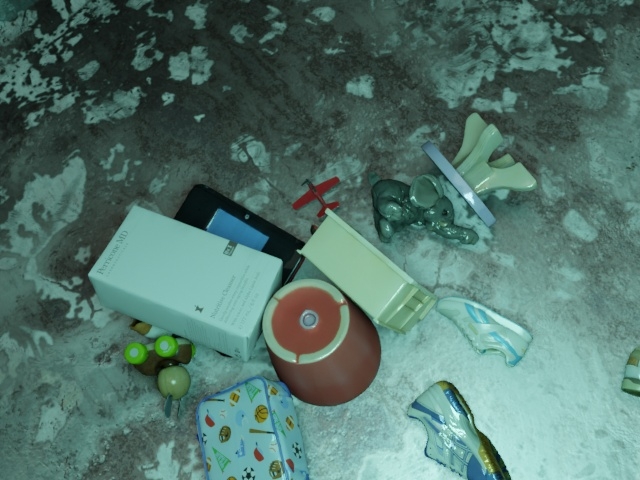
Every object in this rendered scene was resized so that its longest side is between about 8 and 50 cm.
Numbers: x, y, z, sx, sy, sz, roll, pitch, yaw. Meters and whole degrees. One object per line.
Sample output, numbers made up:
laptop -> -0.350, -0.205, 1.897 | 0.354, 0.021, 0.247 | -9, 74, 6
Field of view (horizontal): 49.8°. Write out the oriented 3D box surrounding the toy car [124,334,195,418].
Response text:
toy car -> -0.374, 0.336, 1.664 | 0.148, 0.155, 0.189 | -14, 75, 6

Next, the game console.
game console -> -0.260, 0.075, 1.756 | 0.386, 0.060, 0.342 | 30, 92, 23

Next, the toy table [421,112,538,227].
toy table -> 0.389, -0.183, 1.691 | 0.161, 0.252, 0.274 | -39, 73, 11

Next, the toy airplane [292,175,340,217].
toy airplane -> -0.004, -0.113, 1.854 | 0.151, 0.028, 0.151 | -6, 64, 12

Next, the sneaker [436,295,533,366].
sneaker -> 0.363, 0.204, 1.584 | 0.228, 0.087, 0.092 | 27, 75, 25

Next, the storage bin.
storage bin -> 0.116, 0.081, 1.591 | 0.262, 0.260, 0.123 | 40, 94, 26

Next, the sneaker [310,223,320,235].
sneaker -> 0.000, 0.000, 1.745 | 0.061, 0.158, 0.065 | 29, 88, -18

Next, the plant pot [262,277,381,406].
plant pot -> -0.007, 0.219, 1.573 | 0.274, 0.243, 0.275 | -5, 63, 10

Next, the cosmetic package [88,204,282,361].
cosmetic package -> -0.300, 0.097, 1.579 | 0.384, 0.156, 0.217 | 19, 59, 5

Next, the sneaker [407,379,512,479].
sneaker -> 0.299, 0.455, 1.482 | 0.131, 0.112, 0.297 | -37, 59, 14

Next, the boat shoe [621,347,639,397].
boat shoe -> 0.792, 0.298, 1.423 | 0.302, 0.113, 0.103 | 13, 74, 19

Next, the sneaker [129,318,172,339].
sneaker -> -0.405, 0.093, 1.700 | 0.105, 0.123, 0.290 | -13, 66, 39

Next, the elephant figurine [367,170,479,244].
elephant figurine -> 0.256, -0.082, 1.728 | 0.239, 0.186, 0.169 | -9, 19, -3

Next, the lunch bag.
lunch bag -> -0.162, 0.464, 1.547 | 0.243, 0.115, 0.304 | -29, 58, 22
